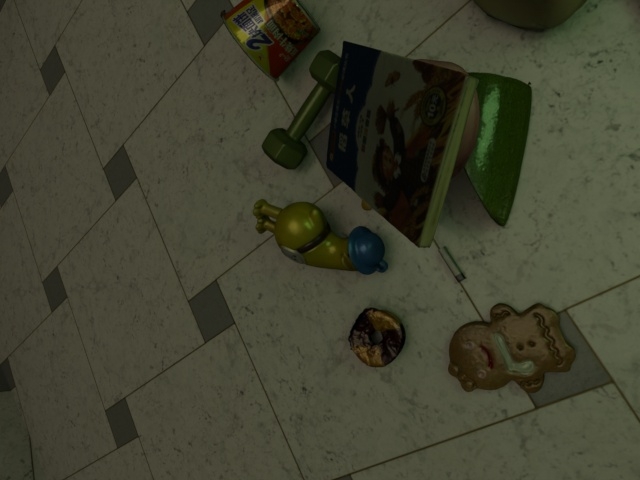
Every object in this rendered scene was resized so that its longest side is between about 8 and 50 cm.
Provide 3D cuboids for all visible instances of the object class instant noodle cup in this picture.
[{"bbox_3d":[-0.115,-0.543,1.067,0.174,0.213,0.213,-36,73,19],"label":"instant noodle cup"}]

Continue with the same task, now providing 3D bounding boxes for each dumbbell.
[{"bbox_3d":[-0.031,-0.323,1.065,0.108,0.121,0.301,35,110,-4],"label":"dumbbell"}]

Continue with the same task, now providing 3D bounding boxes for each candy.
[{"bbox_3d":[0.200,-0.233,0.841,0.255,0.095,0.255,175,90,-68],"label":"candy"}]

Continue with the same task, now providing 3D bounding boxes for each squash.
[{"bbox_3d":[0.303,-0.189,0.864,0.203,0.111,0.288,16,101,32],"label":"squash"}]

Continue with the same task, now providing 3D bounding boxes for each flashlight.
[{"bbox_3d":[0.289,0.052,0.927,0.018,0.018,0.083,-37,73,25],"label":"flashlight"}]

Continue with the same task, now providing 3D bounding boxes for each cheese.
[{"bbox_3d":[0.364,-0.500,0.755,0.266,0.233,0.127,41,100,22],"label":"cheese"}]

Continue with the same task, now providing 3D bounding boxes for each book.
[{"bbox_3d":[0.124,-0.216,0.848,0.428,0.039,0.299,-129,39,-52],"label":"book"}]

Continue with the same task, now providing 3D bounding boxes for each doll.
[{"bbox_3d":[0.000,0.000,1.051,0.363,0.145,0.199,23,142,20],"label":"doll"}]

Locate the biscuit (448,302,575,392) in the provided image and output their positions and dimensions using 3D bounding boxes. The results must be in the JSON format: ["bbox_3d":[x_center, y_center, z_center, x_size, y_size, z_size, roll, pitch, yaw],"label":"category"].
[{"bbox_3d":[0.376,0.226,0.869,0.249,0.035,0.184,-24,78,30],"label":"biscuit"}]

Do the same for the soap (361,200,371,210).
[{"bbox_3d":[0.122,-0.117,1.030,0.034,0.012,0.089,20,101,30],"label":"soap"}]

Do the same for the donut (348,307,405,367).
[{"bbox_3d":[0.137,0.226,1.000,0.141,0.059,0.140,0,90,31],"label":"donut"}]
